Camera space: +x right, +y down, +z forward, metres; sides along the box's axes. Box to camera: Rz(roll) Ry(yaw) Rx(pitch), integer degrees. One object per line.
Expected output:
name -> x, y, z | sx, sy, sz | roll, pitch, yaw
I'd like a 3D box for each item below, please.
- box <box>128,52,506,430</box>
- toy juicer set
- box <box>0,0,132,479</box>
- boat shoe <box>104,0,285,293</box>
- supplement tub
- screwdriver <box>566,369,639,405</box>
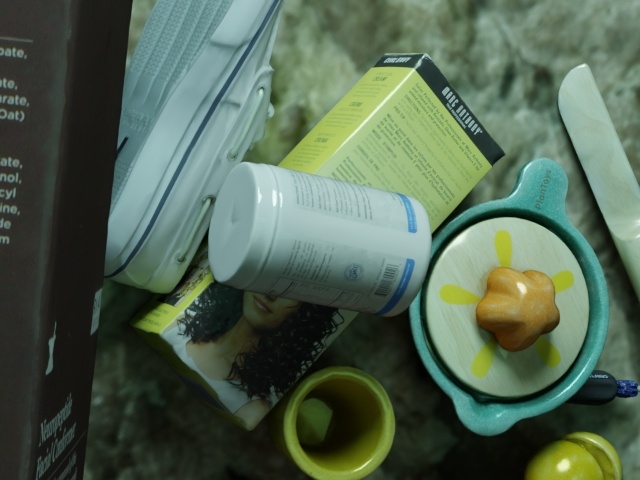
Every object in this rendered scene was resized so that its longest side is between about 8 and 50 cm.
box -> 0.000, -0.003, 0.963 | 0.232, 0.058, 0.087 | -48, 113, -15
toy juicer set -> 0.139, 0.068, 1.007 | 0.209, 0.089, 0.329 | 47, 73, -11
box -> -0.178, 0.006, 0.783 | 0.143, 0.191, 0.381 | 5, 95, 0
boat shoe -> -0.067, -0.077, 0.919 | 0.076, 0.083, 0.226 | 28, 95, -37
supplement tub -> 0.000, 0.000, 0.891 | 0.107, 0.071, 0.071 | 13, 90, -23
screwdriver -> 0.225, 0.101, 1.102 | 0.170, 0.025, 0.024 | 4, 94, -22
